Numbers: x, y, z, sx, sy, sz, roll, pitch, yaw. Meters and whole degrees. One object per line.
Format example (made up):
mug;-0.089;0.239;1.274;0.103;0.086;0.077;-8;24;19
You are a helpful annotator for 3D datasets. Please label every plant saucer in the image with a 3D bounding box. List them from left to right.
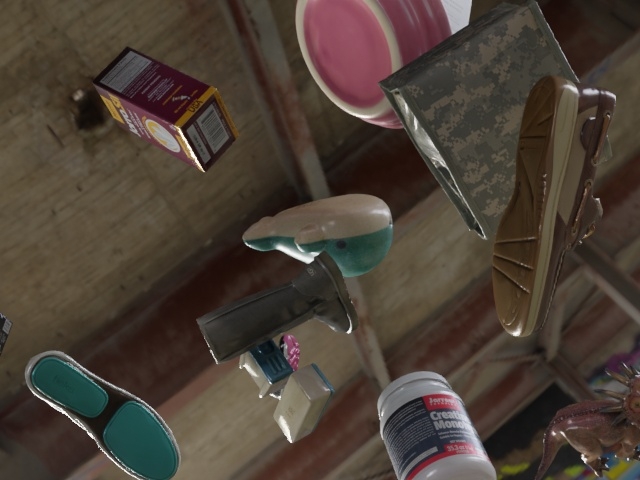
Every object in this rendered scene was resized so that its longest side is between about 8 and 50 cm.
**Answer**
plant saucer;0.071;-0.330;1.468;0.084;0.332;0.332;-33;-27;-30

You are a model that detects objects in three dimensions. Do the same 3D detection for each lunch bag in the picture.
lunch bag;0.265;-0.172;1.322;0.235;0.287;0.169;-34;15;0

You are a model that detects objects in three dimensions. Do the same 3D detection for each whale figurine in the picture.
whale figurine;0.000;0.000;1.646;0.272;0.141;0.216;-6;13;16

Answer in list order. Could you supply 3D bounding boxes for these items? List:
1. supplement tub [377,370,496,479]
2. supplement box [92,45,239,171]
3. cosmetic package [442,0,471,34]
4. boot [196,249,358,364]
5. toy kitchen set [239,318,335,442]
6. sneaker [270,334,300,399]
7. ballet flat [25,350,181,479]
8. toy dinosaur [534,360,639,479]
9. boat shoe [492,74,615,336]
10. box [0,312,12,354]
supplement tub;0.237;0.430;1.882;0.191;0.272;0.191;-9;-51;-11
supplement box;-0.221;-0.188;1.275;0.081;0.188;0.104;-50;-32;-19
cosmetic package;0.179;-0.507;1.781;0.161;0.453;0.230;28;-34;-23
boot;-0.057;0.119;1.269;0.208;0.076;0.189;-35;-42;-11
toy kitchen set;-0.021;0.156;1.327;0.166;0.207;0.122;-22;-29;-33
sneaker;-0.086;0.255;1.793;0.063;0.075;0.170;-56;-24;-49
ballet flat;-0.467;0.373;1.939;0.139;0.400;0.139;-42;17;16
toy dinosaur;0.473;0.304;1.513;0.296;0.127;0.200;-25;-35;14
boat shoe;0.315;-0.037;1.170;0.123;0.123;0.342;6;-84;-15
box;-0.514;0.138;1.331;0.083;0.062;0.052;-4;-37;19
